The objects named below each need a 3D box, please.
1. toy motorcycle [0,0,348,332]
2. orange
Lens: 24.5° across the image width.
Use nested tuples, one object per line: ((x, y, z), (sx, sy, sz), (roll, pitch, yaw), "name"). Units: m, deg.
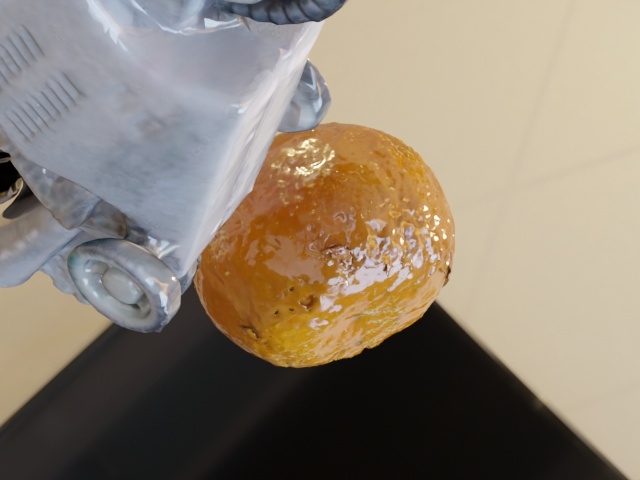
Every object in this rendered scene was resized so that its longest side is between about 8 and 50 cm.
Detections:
((-0.082, -0.072, 0.474), (0.171, 0.110, 0.260), (36, -32, 1), "toy motorcycle")
((0.000, 0.000, 1.063), (0.193, 0.193, 0.161), (76, -11, -69), "orange")
